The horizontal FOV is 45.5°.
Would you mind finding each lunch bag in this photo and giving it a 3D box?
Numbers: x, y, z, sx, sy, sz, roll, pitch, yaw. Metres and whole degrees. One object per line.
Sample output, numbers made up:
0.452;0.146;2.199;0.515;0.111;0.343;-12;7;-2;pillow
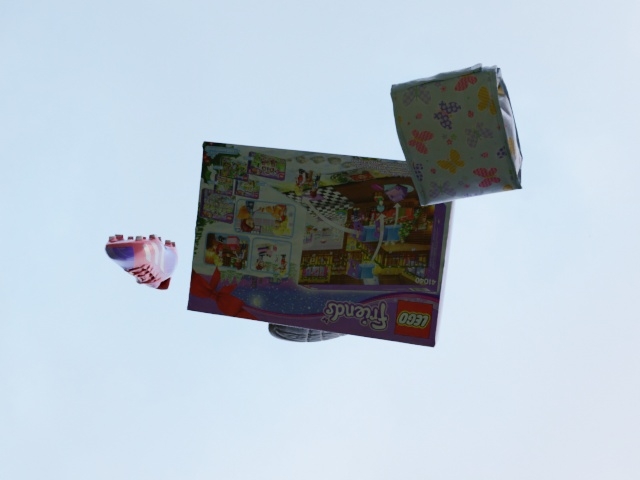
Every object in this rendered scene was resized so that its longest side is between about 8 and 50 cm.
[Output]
0.090;-0.072;0.494;0.071;0.053;0.083;-11;-55;23;lunch bag

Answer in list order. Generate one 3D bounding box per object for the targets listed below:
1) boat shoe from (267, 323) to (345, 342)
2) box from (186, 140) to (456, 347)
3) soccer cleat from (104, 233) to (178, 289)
0.039;0.073;0.979;0.224;0.080;0.073;-12;-125;-5;boat shoe
0.000;0.000;0.873;0.294;0.057;0.200;7;-87;13;box
-0.303;0.040;1.320;0.083;0.248;0.095;0;-93;5;soccer cleat
